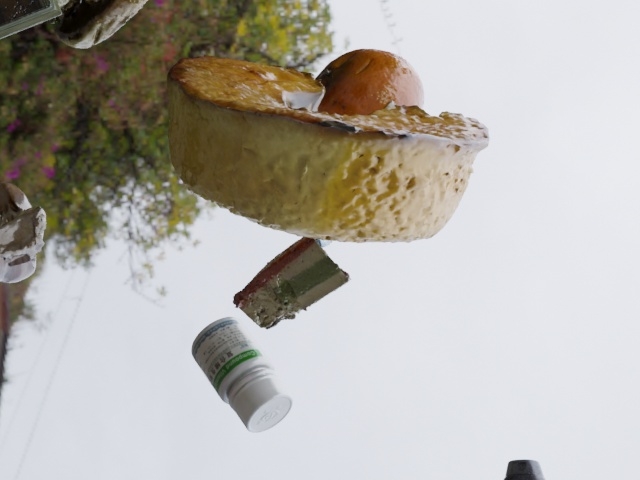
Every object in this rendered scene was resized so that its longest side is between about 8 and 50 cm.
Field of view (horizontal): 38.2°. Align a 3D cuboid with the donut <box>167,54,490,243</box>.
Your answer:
[{"bbox_3d":[-0.024,-0.114,1.183,0.435,0.378,0.163,22,-71,30],"label":"donut"}]

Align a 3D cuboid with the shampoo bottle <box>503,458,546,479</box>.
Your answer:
[{"bbox_3d":[0.274,0.409,1.219,0.087,0.049,0.233,-6,-116,19],"label":"shampoo bottle"}]

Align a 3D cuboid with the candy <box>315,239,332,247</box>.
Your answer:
[{"bbox_3d":[-0.001,0.000,1.730,0.020,0.083,0.030,-22,-88,28],"label":"candy"}]

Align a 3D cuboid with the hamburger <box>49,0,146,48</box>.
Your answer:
[{"bbox_3d":[-0.368,-0.490,1.501,0.277,0.195,0.317,-18,-124,32],"label":"hamburger"}]

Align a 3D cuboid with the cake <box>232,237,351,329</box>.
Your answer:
[{"bbox_3d":[-0.021,0.041,1.302,0.086,0.116,0.220,46,-45,-5],"label":"cake"}]

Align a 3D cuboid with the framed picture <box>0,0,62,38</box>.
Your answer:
[{"bbox_3d":[-0.461,-0.341,1.216,0.014,0.197,0.252,75,-11,-56],"label":"framed picture"}]

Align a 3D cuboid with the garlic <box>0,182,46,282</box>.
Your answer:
[{"bbox_3d":[-0.527,0.003,1.373,0.191,0.214,0.160,18,-60,45],"label":"garlic"}]

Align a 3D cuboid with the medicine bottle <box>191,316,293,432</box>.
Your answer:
[{"bbox_3d":[-0.167,0.288,1.979,0.237,0.139,0.139,51,-43,33],"label":"medicine bottle"}]

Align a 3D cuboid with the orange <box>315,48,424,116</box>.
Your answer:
[{"bbox_3d":[0.068,-0.228,1.558,0.170,0.224,0.224,37,-29,-22],"label":"orange"}]
